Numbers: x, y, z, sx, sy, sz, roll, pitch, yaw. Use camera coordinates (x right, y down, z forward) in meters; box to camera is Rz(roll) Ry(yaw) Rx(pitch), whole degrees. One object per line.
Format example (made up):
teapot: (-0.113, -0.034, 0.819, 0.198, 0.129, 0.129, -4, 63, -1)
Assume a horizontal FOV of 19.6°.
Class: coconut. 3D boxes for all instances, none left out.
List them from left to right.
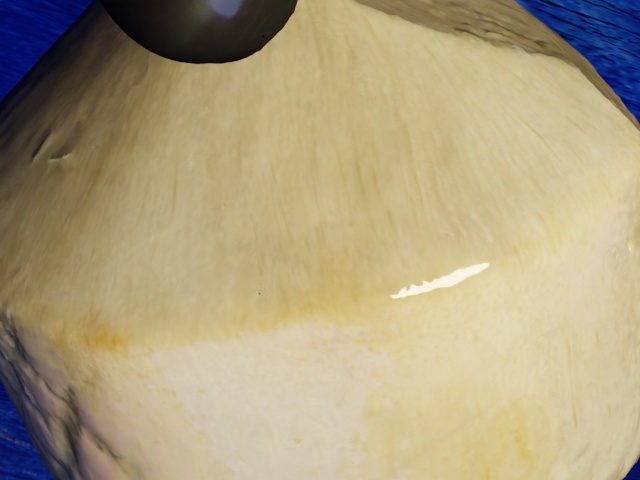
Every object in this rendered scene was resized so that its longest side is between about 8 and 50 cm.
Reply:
coconut: (0.000, 0.000, 1.004, 0.415, 0.344, 0.415, 0, 125, 0)

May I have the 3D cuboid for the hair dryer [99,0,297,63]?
hair dryer: (-0.192, -0.103, 0.752, 0.320, 0.156, 0.284, -8, 156, -24)
